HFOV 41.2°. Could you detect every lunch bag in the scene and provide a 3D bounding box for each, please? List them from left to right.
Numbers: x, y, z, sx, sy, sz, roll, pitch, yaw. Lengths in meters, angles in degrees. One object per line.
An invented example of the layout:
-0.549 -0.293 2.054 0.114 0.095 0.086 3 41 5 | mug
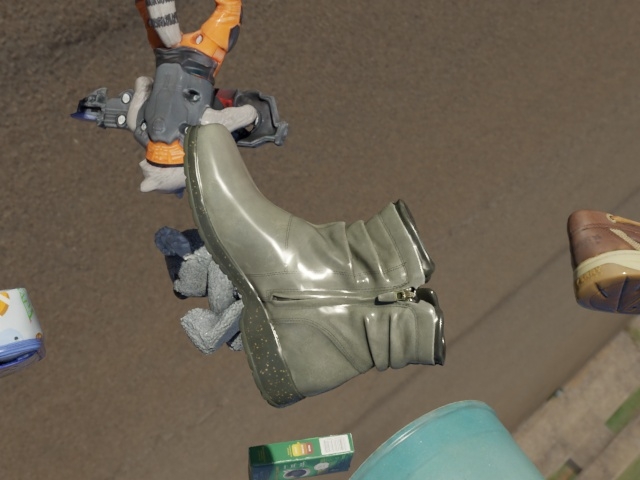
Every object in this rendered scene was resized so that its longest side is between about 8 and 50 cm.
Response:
-0.528 0.153 1.134 0.303 0.115 0.243 -16 175 -19 | lunch bag

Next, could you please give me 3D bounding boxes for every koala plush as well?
-0.187 0.058 1.506 0.203 0.221 0.196 -53 162 6 | koala plush

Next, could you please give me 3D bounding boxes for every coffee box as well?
-0.037 0.386 1.503 0.184 0.040 0.113 -7 149 -8 | coffee box

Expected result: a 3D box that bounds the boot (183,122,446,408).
0.000 0.000 0.675 0.161 0.246 0.083 -22 177 13 | boot

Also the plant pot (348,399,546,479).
0.188 0.379 1.019 0.271 0.255 0.272 -23 138 -23 | plant pot

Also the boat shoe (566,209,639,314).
0.428 0.028 1.041 0.342 0.123 0.123 8 145 -30 | boat shoe

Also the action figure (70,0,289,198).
-0.225 -0.221 1.139 0.178 0.341 0.330 -9 98 -70 | action figure
